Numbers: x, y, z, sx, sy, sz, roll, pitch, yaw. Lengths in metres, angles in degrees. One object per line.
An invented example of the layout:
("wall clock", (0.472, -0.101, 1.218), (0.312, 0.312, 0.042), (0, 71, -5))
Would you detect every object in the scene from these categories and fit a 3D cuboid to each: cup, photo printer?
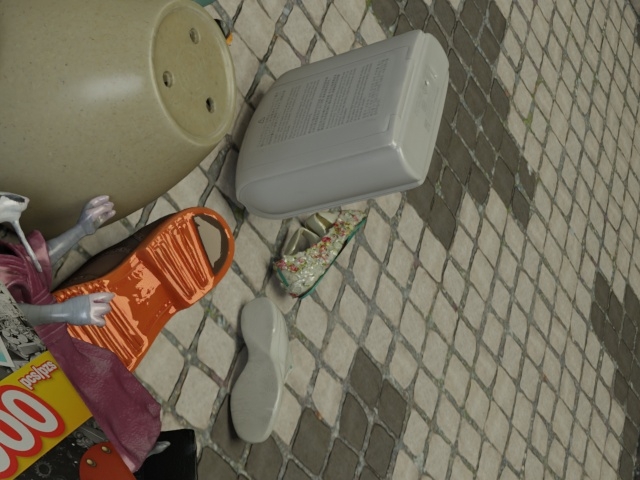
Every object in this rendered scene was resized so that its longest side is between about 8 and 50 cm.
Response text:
("cup", (-0.239, -0.175, 1.353), (0.331, 0.237, 0.331), (21, 66, -58))
("photo printer", (0.020, -0.160, 1.680), (0.107, 0.308, 0.256), (50, 41, -36))

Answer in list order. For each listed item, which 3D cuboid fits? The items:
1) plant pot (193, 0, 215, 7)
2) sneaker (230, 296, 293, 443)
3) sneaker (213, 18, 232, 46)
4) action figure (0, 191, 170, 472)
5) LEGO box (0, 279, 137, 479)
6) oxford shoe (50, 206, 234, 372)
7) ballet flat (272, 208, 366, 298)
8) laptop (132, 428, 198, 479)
("plant pot", (-0.211, -0.408, 1.487), (0.293, 0.293, 0.196), (-57, 152, -45))
("sneaker", (-0.071, 0.192, 1.664), (0.094, 0.080, 0.212), (44, 45, -55))
("sneaker", (-0.197, -0.270, 1.608), (0.083, 0.084, 0.215), (59, 38, -13))
("action figure", (-0.313, 0.101, 1.201), (0.370, 0.276, 0.248), (63, 5, -10))
("LEGO box", (-0.438, 0.129, 0.823), (0.500, 0.193, 0.372), (10, 29, -50))
("oxford shoe", (-0.264, 0.090, 1.382), (0.364, 0.133, 0.130), (-37, 108, -31))
("ballet flat", (0.000, 0.000, 1.810), (0.077, 0.091, 0.241), (46, 38, -6))
("laptop", (-0.271, 0.329, 1.282), (0.136, 0.264, 0.234), (91, -4, -79))
